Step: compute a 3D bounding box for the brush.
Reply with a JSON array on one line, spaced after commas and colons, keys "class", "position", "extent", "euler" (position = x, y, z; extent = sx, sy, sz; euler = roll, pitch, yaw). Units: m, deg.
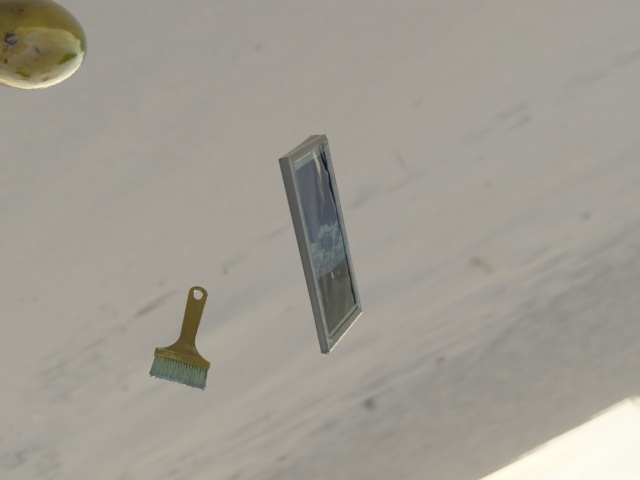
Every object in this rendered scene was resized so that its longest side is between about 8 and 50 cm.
[{"class": "brush", "position": [-0.193, 0.136, 2.061], "extent": [0.205, 0.083, 0.011], "euler": [-82, -170, -50]}]

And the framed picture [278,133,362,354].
[{"class": "framed picture", "position": [0.000, 0.000, 1.837], "extent": [0.023, 0.260, 0.189], "euler": [-8, -170, 17]}]

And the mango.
[{"class": "mango", "position": [-0.384, -0.248, 1.723], "extent": [0.156, 0.114, 0.251], "euler": [-10, -161, -37]}]
